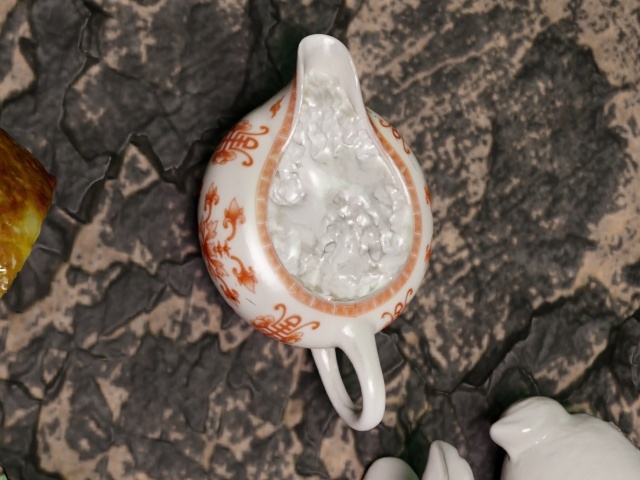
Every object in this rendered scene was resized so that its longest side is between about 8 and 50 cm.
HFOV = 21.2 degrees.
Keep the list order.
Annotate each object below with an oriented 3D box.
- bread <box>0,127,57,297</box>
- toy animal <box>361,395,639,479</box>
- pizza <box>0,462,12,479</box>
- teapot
[{"bbox_3d":[-0.240,-0.041,0.956,0.172,0.103,0.132,37,30,-19],"label":"bread"},{"bbox_3d":[0.131,0.194,1.129,0.193,0.127,0.178,-21,93,-26],"label":"toy animal"},{"bbox_3d":[-0.289,0.225,0.936,0.435,0.080,0.391,3,84,-29],"label":"pizza"},{"bbox_3d":[0.000,0.000,1.091,0.159,0.116,0.245,-19,91,-40],"label":"teapot"}]
